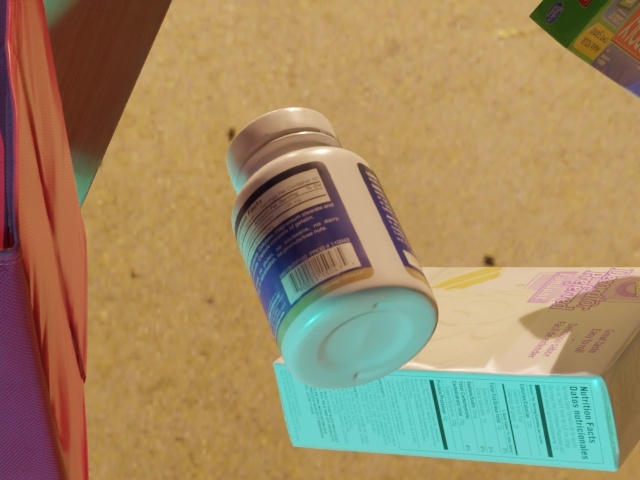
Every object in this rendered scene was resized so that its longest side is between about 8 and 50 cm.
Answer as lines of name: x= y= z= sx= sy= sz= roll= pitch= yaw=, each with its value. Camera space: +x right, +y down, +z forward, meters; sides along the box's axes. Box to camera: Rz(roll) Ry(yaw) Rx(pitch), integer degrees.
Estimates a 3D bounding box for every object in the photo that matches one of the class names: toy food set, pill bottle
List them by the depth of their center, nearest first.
pill bottle: x=0.000 y=0.000 z=1.095 sx=0.112 sy=0.112 sz=0.186 roll=-10 pitch=52 yaw=-17
toy food set: x=-0.230 y=-0.168 z=1.128 sx=0.220 sy=0.092 sz=0.306 roll=23 pitch=77 yaw=-9

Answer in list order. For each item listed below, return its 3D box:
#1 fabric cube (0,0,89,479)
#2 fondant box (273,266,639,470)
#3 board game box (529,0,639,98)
fabric cube: x=-0.253 y=0.007 z=0.762 sx=0.254 sy=0.258 sz=0.259 roll=-5 pitch=49 yaw=-4
fondant box: x=0.159 y=0.109 z=1.459 sx=0.330 sy=0.096 sz=0.238 roll=1 pitch=22 yaw=32
board game box: x=0.309 y=-0.234 z=1.361 sx=0.046 sy=0.213 sz=0.317 roll=45 pitch=14 yaw=19
